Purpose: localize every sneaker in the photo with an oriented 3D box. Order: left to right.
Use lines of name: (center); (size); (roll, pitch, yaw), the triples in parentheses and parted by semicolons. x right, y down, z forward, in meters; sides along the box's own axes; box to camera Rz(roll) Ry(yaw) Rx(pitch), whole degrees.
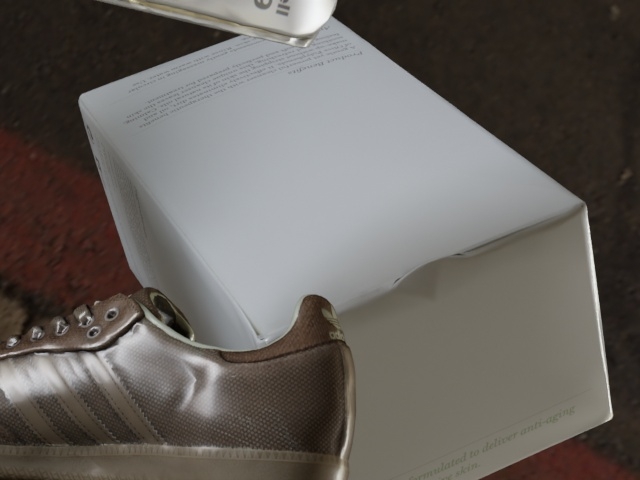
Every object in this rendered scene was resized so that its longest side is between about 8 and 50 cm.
sneaker: (-0.075, 0.053, 0.548); (0.066, 0.188, 0.071); (43, 51, -64)

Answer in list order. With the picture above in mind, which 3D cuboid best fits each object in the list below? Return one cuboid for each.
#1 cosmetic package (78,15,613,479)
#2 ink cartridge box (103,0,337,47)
cosmetic package: (0.000, 0.000, 0.988); (0.197, 0.365, 0.155); (-21, 122, -13)
ink cartridge box: (-0.113, -0.206, 0.589); (0.122, 0.289, 0.211); (5, 101, -49)
